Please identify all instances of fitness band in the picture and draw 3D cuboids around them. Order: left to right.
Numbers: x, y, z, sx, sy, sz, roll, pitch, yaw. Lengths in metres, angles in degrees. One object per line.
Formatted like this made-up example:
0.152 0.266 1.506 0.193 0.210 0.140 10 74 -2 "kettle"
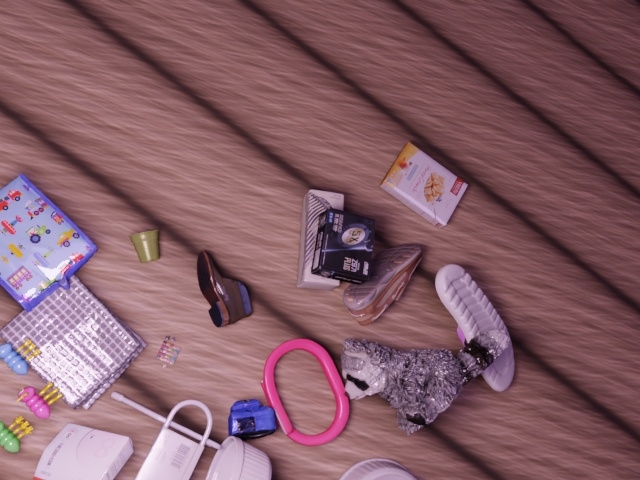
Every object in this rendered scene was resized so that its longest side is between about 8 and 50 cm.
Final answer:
-0.041 0.414 1.726 0.208 0.054 0.291 -21 82 -23 "fitness band"

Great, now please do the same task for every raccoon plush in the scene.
0.262 0.311 1.759 0.446 0.216 0.299 -37 83 -22 "raccoon plush"

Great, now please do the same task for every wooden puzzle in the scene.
-0.403 0.297 1.677 0.049 0.006 0.083 25 70 -8 "wooden puzzle"

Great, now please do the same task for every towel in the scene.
-0.610 0.250 1.572 0.283 0.121 0.235 44 69 0 "towel"

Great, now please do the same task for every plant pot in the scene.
-0.469 0.018 1.705 0.083 0.083 0.079 -13 92 -18 "plant pot"

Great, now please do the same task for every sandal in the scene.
0.454 0.254 1.883 0.169 0.102 0.417 -33 99 -35 "sandal"

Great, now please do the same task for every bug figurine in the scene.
-0.740 0.372 1.465 0.216 0.072 0.279 44 96 -5 "bug figurine"

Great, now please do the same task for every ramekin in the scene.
-0.204 0.598 1.550 0.109 0.207 0.207 26 69 -17 "ramekin"
0.165 0.716 1.656 0.272 0.127 0.273 4 74 -14 "ramekin"

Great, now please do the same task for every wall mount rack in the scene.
-0.427 0.536 1.547 0.304 0.130 0.350 30 69 -10 "wall mount rack"

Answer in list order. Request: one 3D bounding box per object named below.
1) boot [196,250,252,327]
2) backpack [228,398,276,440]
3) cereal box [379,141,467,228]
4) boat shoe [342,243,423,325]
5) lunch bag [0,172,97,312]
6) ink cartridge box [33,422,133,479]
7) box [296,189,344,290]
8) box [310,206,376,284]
-0.267 0.128 1.741 0.106 0.082 0.219 -7 71 -40 "boot"
-0.176 0.466 1.646 0.120 0.098 0.101 1 71 -15 "backpack"
0.327 -0.174 1.991 0.240 0.047 0.173 34 69 -4 "cereal box"
0.190 0.125 1.847 0.324 0.123 0.117 -38 121 -30 "boat shoe"
-0.715 0.017 1.559 0.293 0.138 0.221 39 67 16 "lunch bag"
-0.569 0.533 1.438 0.188 0.066 0.232 6 30 21 "ink cartridge box"
0.000 0.000 1.826 0.113 0.094 0.275 6 73 -15 "box"
0.064 0.017 1.748 0.147 0.077 0.180 15 71 -16 "box"
